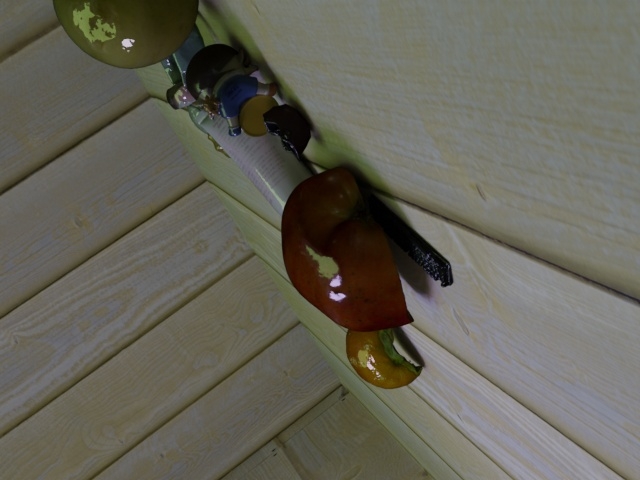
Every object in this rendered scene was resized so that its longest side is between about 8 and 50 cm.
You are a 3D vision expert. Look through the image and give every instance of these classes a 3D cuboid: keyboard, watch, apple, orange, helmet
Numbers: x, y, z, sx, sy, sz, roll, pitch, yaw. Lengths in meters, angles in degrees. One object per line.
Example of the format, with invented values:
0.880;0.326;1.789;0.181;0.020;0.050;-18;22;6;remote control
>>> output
0.162;-0.001;1.377;0.231;0.023;0.072;46;165;36;keyboard
-0.341;-0.458;1.804;0.241;0.161;0.253;64;167;-15;watch
-0.391;-0.503;1.496;0.292;0.292;0.254;52;141;12;apple
0.159;0.308;2.010;0.237;0.158;0.179;57;171;-18;orange
-0.060;-0.226;1.498;0.123;0.070;0.098;45;175;6;helmet
0.062;0.019;1.514;0.328;0.295;0.365;19;160;15;apple

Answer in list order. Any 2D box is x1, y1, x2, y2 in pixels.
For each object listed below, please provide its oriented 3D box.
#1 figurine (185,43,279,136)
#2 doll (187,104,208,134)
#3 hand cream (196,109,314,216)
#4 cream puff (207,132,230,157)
-0.201;-0.330;1.585;0.158;0.161;0.275;43;-175;-47;figurine
-0.368;-0.390;2.332;0.214;0.071;0.103;47;170;16;doll
-0.144;-0.216;1.751;0.359;0.118;0.185;52;126;8;hand cream
-0.213;-0.290;1.866;0.146;0.146;0.116;53;131;6;cream puff
